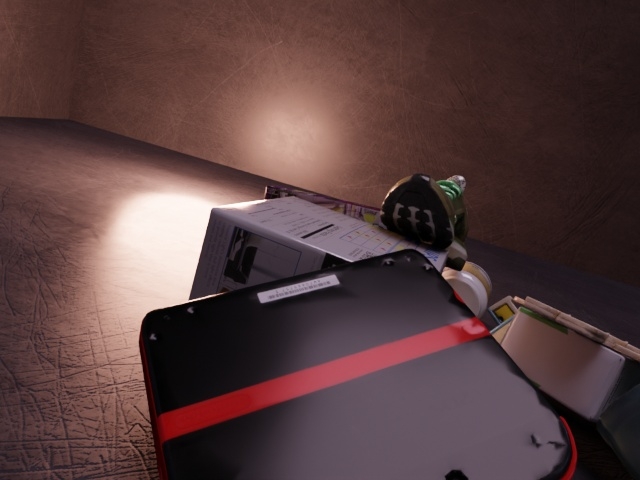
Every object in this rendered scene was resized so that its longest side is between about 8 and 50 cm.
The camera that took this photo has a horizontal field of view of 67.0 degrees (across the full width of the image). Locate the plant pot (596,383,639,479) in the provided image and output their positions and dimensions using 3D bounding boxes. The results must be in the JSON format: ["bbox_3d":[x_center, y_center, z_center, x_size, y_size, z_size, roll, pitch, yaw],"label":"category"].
[{"bbox_3d":[0.573,0.296,0.651,0.292,0.293,0.196,10,41,-23],"label":"plant pot"}]

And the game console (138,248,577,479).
[{"bbox_3d":[0.024,0.161,0.510,0.386,0.060,0.342,-12,41,-19],"label":"game console"}]

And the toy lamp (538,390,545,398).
[{"bbox_3d":[0.291,0.289,0.697,0.080,0.080,0.274,21,15,19],"label":"toy lamp"}]

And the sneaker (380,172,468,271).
[{"bbox_3d":[0.245,-0.074,1.035,0.157,0.182,0.410,17,-11,24],"label":"sneaker"}]

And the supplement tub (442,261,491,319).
[{"bbox_3d":[0.352,0.136,1.224,0.144,0.145,0.199,21,14,20],"label":"supplement tub"}]

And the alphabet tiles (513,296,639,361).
[{"bbox_3d":[0.492,0.168,0.848,0.284,0.021,0.278,24,5,-27],"label":"alphabet tiles"}]

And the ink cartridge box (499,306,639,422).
[{"bbox_3d":[0.492,0.243,0.880,0.278,0.117,0.201,24,4,-32],"label":"ink cartridge box"}]

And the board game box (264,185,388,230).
[{"bbox_3d":[0.000,0.000,1.147,0.346,0.209,0.056,15,14,31],"label":"board game box"}]

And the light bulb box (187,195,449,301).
[{"bbox_3d":[0.015,0.084,0.881,0.360,0.226,0.358,21,14,15],"label":"light bulb box"}]

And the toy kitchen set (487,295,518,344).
[{"bbox_3d":[0.397,0.196,1.081,0.207,0.122,0.166,32,23,-44],"label":"toy kitchen set"}]
